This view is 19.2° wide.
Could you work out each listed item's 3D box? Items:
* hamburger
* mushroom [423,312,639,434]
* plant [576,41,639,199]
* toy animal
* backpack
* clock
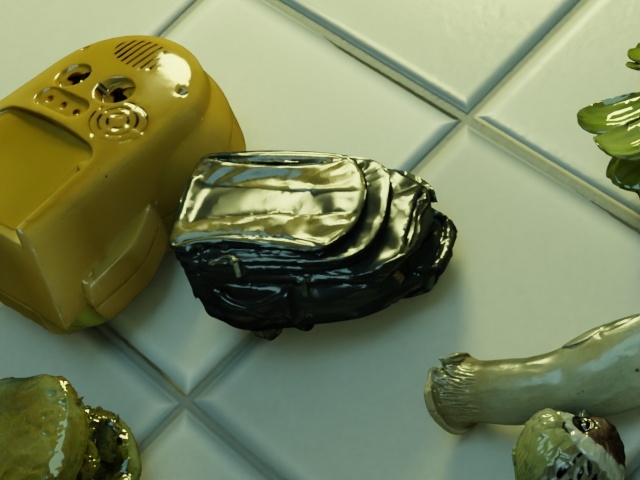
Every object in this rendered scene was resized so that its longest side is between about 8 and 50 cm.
[{"bbox_3d":[-0.260,0.213,1.765,0.185,0.131,0.159,-10,61,26],"label":"hamburger"},{"bbox_3d":[0.199,0.121,1.641,0.223,0.081,0.092,-17,44,16],"label":"mushroom"},{"bbox_3d":[0.410,-0.147,1.676,0.306,0.297,0.261,-39,79,-26],"label":"plant"},{"bbox_3d":[0.210,0.207,1.572,0.098,0.098,0.137,-9,72,19],"label":"toy animal"},{"bbox_3d":[0.000,0.000,1.802,0.258,0.133,0.206,-2,47,16],"label":"backpack"},{"bbox_3d":[-0.227,-0.073,1.926,0.244,0.200,0.317,29,63,34],"label":"clock"}]
